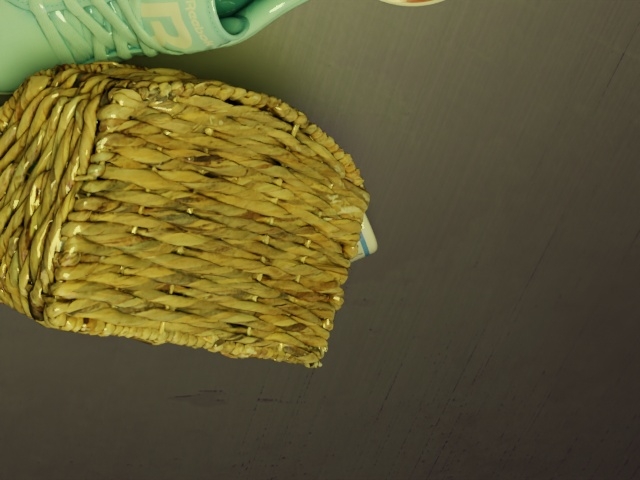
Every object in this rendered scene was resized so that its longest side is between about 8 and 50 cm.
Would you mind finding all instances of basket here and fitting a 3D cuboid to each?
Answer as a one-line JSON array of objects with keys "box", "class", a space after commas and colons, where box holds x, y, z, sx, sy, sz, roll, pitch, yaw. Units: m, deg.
[{"box": [-0.137, -0.032, 0.825, 0.299, 0.223, 0.213, 16, 88, -46], "class": "basket"}]

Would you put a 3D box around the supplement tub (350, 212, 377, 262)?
[{"box": [0.000, 0.000, 1.043, 0.107, 0.071, 0.071, -24, 132, 0], "class": "supplement tub"}]

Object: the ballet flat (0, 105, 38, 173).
[{"box": [-0.379, -0.090, 0.781, 0.147, 0.147, 0.409, -42, 135, 15], "class": "ballet flat"}]

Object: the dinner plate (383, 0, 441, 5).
[{"box": [0.078, -0.267, 0.863, 0.141, 0.017, 0.141, 5, 138, 4], "class": "dinner plate"}]

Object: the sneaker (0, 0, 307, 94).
[{"box": [-0.130, -0.200, 0.773, 0.366, 0.150, 0.135, -26, 131, 7], "class": "sneaker"}]
